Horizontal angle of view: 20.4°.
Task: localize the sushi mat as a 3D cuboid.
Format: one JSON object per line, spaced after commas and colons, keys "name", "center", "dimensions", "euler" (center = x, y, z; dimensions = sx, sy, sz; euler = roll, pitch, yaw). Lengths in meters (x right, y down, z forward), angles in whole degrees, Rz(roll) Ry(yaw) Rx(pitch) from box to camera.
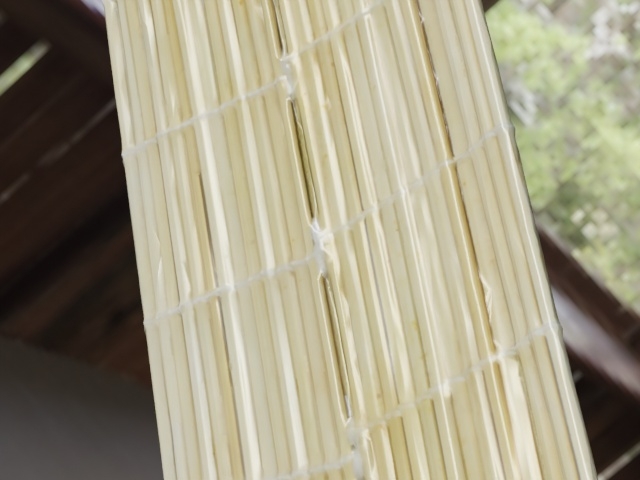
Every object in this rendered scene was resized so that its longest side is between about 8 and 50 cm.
{"name": "sushi mat", "center": [0.000, 0.000, 0.560], "dimensions": [0.019, 0.151, 0.317], "euler": [26, 46, -50]}
